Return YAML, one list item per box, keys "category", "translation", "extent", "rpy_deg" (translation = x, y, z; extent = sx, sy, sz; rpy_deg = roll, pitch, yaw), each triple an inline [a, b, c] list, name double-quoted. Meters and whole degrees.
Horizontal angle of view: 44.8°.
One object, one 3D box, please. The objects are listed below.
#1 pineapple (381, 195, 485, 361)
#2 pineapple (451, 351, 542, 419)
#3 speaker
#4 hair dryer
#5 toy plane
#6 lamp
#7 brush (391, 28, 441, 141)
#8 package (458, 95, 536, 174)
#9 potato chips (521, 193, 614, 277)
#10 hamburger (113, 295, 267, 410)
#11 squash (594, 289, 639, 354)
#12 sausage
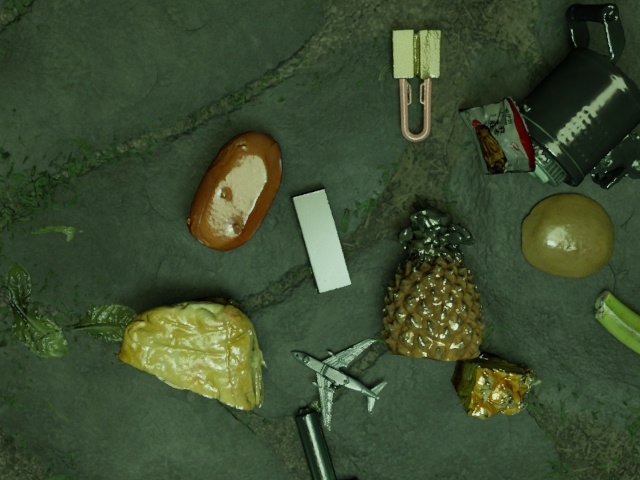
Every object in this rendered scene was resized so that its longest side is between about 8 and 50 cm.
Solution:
- category: "pineapple"
  translation: [0.243, 0.074, 1.637]
  extent: [0.223, 0.223, 0.357]
  rpy_deg: [4, 81, -1]
- category: "pineapple"
  translation: [0.367, 0.309, 1.687]
  extent: [0.186, 0.236, 0.114]
  rpy_deg: [21, 99, 35]
- category: "speaker"
  translation: [0.000, 0.000, 1.687]
  extent: [0.082, 0.044, 0.218]
  rpy_deg: [-16, 98, 2]
- category: "hair dryer"
  translation: [-0.041, 0.536, 1.751]
  extent: [0.244, 0.116, 0.302]
  rpy_deg: [-16, 87, 2]
- category: "toy plane"
  translation: [0.037, 0.302, 1.727]
  extent: [0.226, 0.058, 0.226]
  rpy_deg: [29, 81, -5]
- category: "lamp"
  translation: [0.503, -0.250, 1.572]
  extent: [0.272, 0.205, 0.374]
  rpy_deg: [-28, 109, -1]
- category: "brush"
  translation: [0.201, -0.326, 1.640]
  extent: [0.103, 0.047, 0.233]
  rpy_deg: [-1, 100, -1]
- category: "package"
  translation: [0.357, -0.208, 1.565]
  extent: [0.030, 0.239, 0.154]
  rpy_deg: [-25, 98, -14]
- category: "potato chips"
  translation: [0.545, -0.004, 1.687]
  extent: [0.208, 0.062, 0.195]
  rpy_deg: [41, 94, -4]
- category: "hamburger"
  translation: [-0.244, 0.212, 1.658]
  extent: [0.330, 0.162, 0.209]
  rpy_deg: [23, 95, -2]
- category: "squash"
  translation: [0.711, 0.205, 1.714]
  extent: [0.250, 0.083, 0.083]
  rpy_deg: [33, 97, -2]
- category: "sausage"
  translation: [-0.172, -0.104, 1.620]
  extent: [0.153, 0.141, 0.268]
  rpy_deg: [28, 97, -5]
